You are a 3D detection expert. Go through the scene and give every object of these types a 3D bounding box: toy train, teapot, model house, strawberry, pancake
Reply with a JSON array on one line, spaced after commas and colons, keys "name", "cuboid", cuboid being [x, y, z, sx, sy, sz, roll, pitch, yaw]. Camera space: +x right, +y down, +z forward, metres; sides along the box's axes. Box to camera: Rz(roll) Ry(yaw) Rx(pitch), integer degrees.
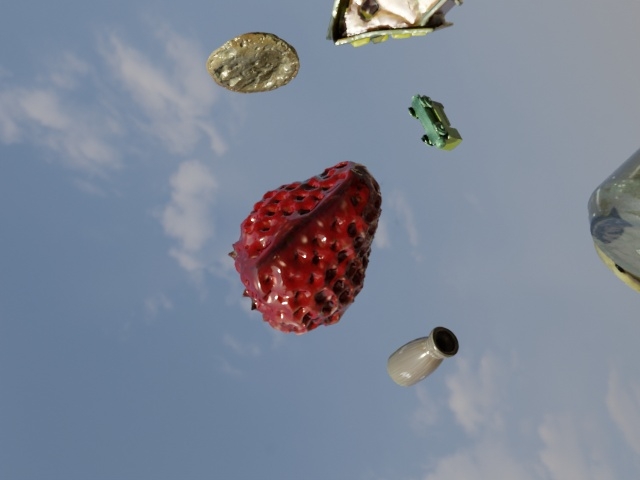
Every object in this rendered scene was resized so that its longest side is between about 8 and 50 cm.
[{"name": "toy train", "cuboid": [0.214, -0.221, 1.496, 0.081, 0.050, 0.122, 4, -125, -43]}, {"name": "teapot", "cuboid": [0.657, -0.100, 1.367, 0.300, 0.253, 0.344, 34, -103, 5]}, {"name": "model house", "cuboid": [0.124, -0.494, 1.339, 0.340, 0.324, 0.300, 50, -152, 2]}, {"name": "strawberry", "cuboid": [0.000, 0.000, 1.627, 0.295, 0.345, 0.317, 48, -164, -1]}, {"name": "pancake", "cuboid": [-0.106, -0.282, 1.277, 0.152, 0.152, 0.025, 16, -122, -45]}]

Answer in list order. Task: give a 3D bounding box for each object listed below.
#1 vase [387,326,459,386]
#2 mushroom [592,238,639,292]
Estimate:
[{"name": "vase", "cuboid": [0.135, 0.152, 1.051, 0.053, 0.100, 0.053, 17, -127, -24]}, {"name": "mushroom", "cuboid": [0.685, 0.005, 1.720, 0.217, 0.212, 0.292, -39, -80, -8]}]
